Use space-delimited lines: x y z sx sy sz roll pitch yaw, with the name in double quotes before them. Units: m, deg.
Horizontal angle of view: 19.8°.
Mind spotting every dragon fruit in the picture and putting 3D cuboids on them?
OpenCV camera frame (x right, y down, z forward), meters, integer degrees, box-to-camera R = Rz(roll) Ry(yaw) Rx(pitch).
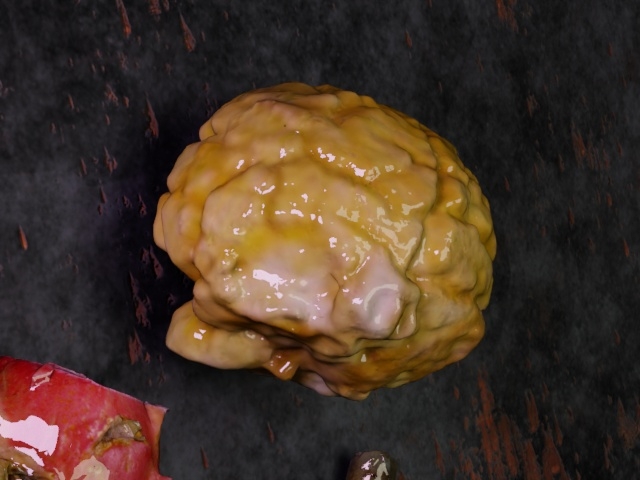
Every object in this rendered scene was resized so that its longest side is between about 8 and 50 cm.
"dragon fruit" -0.286 0.263 1.760 0.269 0.250 0.291 27 81 -37

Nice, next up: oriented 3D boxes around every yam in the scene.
"yam" 0.048 0.414 2.224 0.071 0.067 0.317 17 71 -32

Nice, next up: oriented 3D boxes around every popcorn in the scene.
"popcorn" 0.015 -0.009 2.034 0.390 0.344 0.354 -37 118 -37
